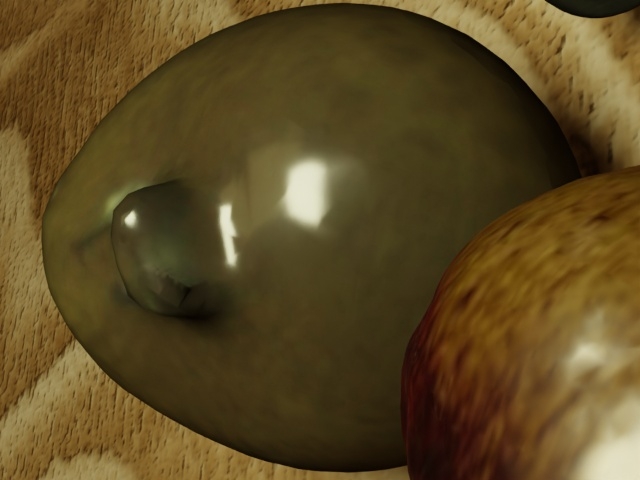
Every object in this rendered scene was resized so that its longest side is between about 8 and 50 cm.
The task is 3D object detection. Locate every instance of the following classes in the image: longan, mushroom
[{"bbox_3d":[0.000,0.000,0.862,0.300,0.300,0.243,-17,86,56],"label":"longan"},{"bbox_3d":[0.163,0.128,0.483,0.260,0.345,0.345,-55,31,18],"label":"mushroom"}]

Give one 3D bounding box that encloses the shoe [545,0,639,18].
[{"bbox_3d":[0.203,-0.246,0.850,0.291,0.114,0.137,-49,17,21],"label":"shoe"}]
